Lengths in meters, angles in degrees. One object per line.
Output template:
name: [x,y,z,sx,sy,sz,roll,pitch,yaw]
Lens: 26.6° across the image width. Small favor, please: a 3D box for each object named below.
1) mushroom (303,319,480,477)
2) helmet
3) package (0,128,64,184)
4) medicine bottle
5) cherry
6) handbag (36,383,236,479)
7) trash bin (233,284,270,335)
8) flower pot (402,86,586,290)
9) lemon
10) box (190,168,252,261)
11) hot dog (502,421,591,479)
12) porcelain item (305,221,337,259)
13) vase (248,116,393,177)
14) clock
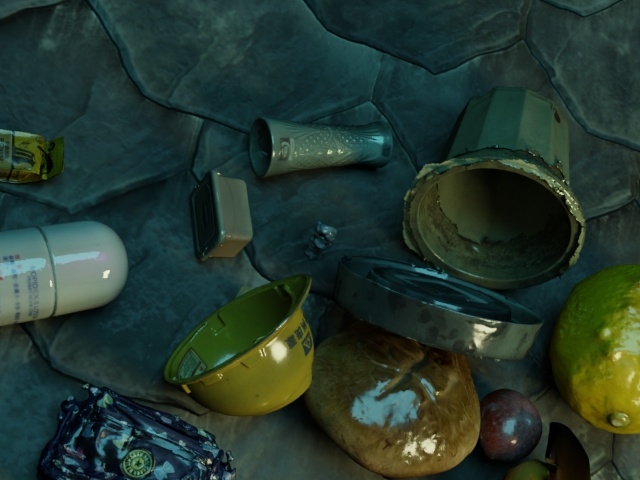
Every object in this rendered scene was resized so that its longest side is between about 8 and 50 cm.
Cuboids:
mushroom: [0.109,0.216,1.953,0.278,0.146,0.278,12,53,-17]
helmet: [-0.084,0.168,1.879,0.140,0.257,0.205,55,33,-19]
package: [-0.445,-0.123,1.987,0.131,0.047,0.071,4,60,-20]
medicine bottle: [-0.429,0.051,1.851,0.340,0.130,0.130,-10,67,-23]
cherry: [0.296,0.248,2.043,0.107,0.090,0.225,39,43,-5]
handbag: [-0.242,0.299,1.801,0.260,0.113,0.162,23,51,1]
trash bin: [-0.089,0.113,1.995,0.092,0.043,0.061,29,57,-2]
flower pot: [0.287,-0.099,2.129,0.290,0.290,0.259,25,47,-6]
lemon: [0.465,0.162,2.063,0.233,0.233,0.288,27,54,-5]
box: [-0.148,-0.035,2.029,0.062,0.089,0.122,6,61,-28]
hot dog: [0.298,0.431,1.911,0.194,0.107,0.326,49,44,-36]
porcelain item: [0.000,0.000,2.064,0.036,0.083,0.028,34,55,5]
vase: [0.005,-0.150,2.143,0.219,0.096,0.096,-3,65,-25]
clock: [0.167,0.096,1.965,0.312,0.312,0.061,14,98,-13]
